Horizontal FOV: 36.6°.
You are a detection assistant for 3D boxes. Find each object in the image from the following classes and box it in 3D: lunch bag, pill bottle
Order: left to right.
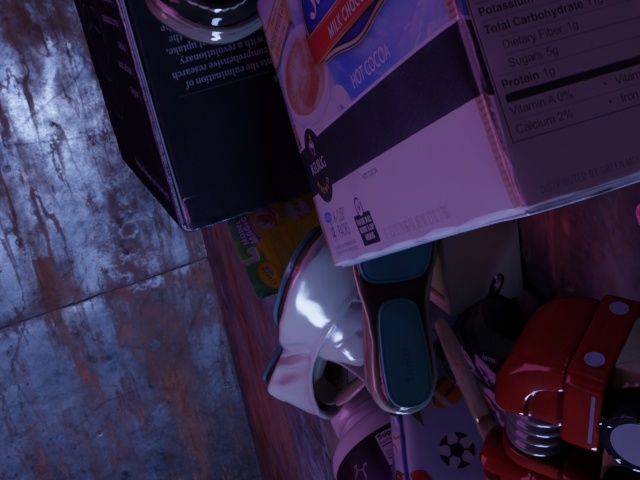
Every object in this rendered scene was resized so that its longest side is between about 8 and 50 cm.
[{"bbox_3d":[0.132,0.339,1.275,0.181,0.181,0.323,88,158,-47],"label":"pill bottle"},{"bbox_3d":[0.132,0.205,1.086,0.243,0.115,0.303,83,-172,-69],"label":"lunch bag"}]

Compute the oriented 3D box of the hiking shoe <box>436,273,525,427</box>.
[{"bbox_3d":[0.214,0.139,0.907,0.227,0.086,0.114,44,120,17],"label":"hiking shoe"}]

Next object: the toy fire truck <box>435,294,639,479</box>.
[{"bbox_3d":[0.180,0.127,0.786,0.246,0.158,0.217,15,133,27],"label":"toy fire truck"}]

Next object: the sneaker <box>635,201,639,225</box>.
[{"bbox_3d":[0.254,-0.018,0.636,0.119,0.057,0.047,-172,66,-73],"label":"sneaker"}]

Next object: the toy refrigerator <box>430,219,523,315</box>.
[{"bbox_3d":[0.112,-0.019,1.076,0.269,0.094,0.102,-137,35,-63],"label":"toy refrigerator"}]

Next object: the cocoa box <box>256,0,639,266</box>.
[{"bbox_3d":[0.120,-0.133,0.632,0.347,0.231,0.228,158,94,-75],"label":"cocoa box"}]

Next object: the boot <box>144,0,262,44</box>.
[{"bbox_3d":[-0.020,-0.364,0.762,0.138,0.377,0.284,29,152,2],"label":"boot"}]

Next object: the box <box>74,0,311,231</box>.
[{"bbox_3d":[-0.167,-0.321,1.336,0.480,0.297,0.471,-142,37,-64],"label":"box"}]

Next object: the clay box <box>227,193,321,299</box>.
[{"bbox_3d":[0.000,0.000,1.261,0.053,0.222,0.127,100,149,-62],"label":"clay box"}]

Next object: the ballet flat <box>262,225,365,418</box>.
[{"bbox_3d":[0.016,0.114,1.172,0.400,0.139,0.139,105,144,-60],"label":"ballet flat"}]

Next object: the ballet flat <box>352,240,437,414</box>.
[{"bbox_3d":[0.070,0.044,0.951,0.086,0.086,0.248,-170,80,-74],"label":"ballet flat"}]
